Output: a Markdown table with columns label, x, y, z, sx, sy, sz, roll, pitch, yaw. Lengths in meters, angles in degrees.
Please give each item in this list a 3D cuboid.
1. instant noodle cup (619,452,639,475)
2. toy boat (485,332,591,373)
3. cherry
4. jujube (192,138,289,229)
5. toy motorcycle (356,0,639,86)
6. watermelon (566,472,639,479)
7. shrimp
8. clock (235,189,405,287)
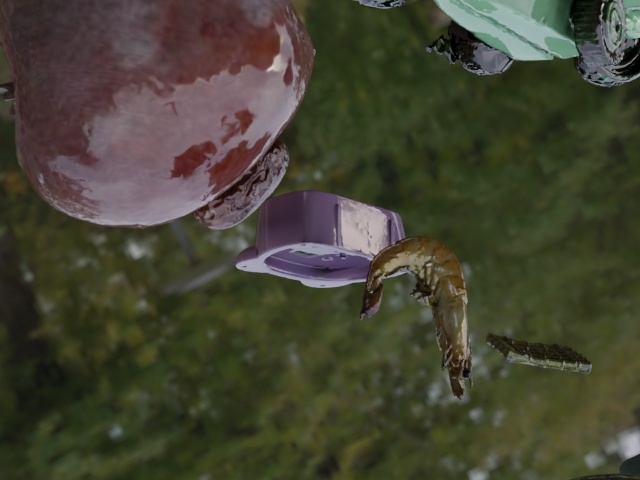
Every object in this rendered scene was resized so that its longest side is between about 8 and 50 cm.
| label | x | y | z | sx | sy | sz | roll | pitch | yaw |
| --- | --- | --- | --- | --- | --- | --- | --- | --- | --- |
| instant noodle cup | 0.427 | 0.280 | 2.208 | 0.157 | 0.070 | 0.179 | -24 | -164 | -16 |
| toy boat | 0.253 | 0.131 | 2.221 | 0.115 | 0.016 | 0.063 | 10 | -166 | -24 |
| cherry | -0.146 | -0.144 | 1.622 | 0.307 | 0.261 | 0.221 | -9 | 171 | -15 |
| jujube | -0.090 | -0.067 | 2.132 | 0.129 | 0.077 | 0.077 | -43 | -169 | 3 |
| toy motorcycle | 0.114 | -0.204 | 1.132 | 0.125 | 0.196 | 0.331 | -1 | 171 | 43 |
| watermelon | 0.267 | 0.298 | 1.809 | 0.256 | 0.260 | 0.176 | -15 | -121 | 13 |
| shrimp | 0.064 | 0.054 | 1.269 | 0.083 | 0.114 | 0.023 | -6 | 170 | -29 |
| clock | 0.000 | 0.000 | 1.696 | 0.110 | 0.050 | 0.153 | -15 | 160 | 39 |
